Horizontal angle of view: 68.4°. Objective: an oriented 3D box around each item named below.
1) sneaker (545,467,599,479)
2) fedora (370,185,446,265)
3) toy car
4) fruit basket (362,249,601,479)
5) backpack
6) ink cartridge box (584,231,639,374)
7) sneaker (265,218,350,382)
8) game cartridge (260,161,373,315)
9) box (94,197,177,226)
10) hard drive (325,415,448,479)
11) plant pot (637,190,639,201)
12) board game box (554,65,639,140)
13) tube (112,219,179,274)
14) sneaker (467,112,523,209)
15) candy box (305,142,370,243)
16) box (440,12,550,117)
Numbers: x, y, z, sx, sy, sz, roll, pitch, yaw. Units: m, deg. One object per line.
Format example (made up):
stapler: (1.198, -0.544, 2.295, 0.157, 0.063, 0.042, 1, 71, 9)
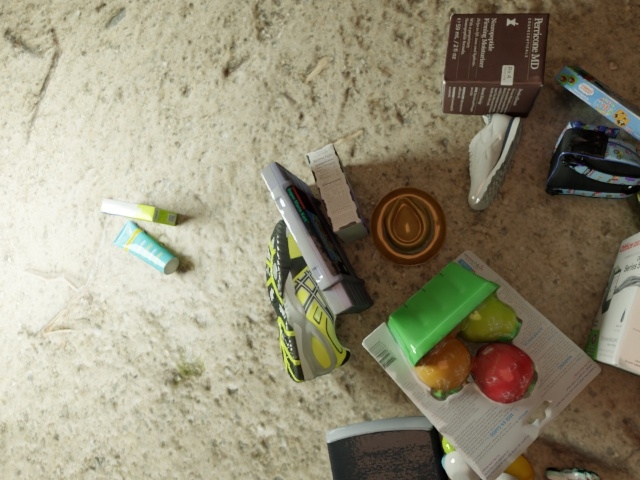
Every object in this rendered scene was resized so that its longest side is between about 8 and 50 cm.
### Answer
sneaker: (0.515, 0.503, 0.960, 0.098, 0.038, 0.069, -6, 81, 22)
fedora: (0.202, -0.039, 1.099, 0.195, 0.079, 0.194, -2, 80, 13)
toy car: (0.332, 0.463, 0.968, 0.182, 0.159, 0.136, 22, 123, 16)
fruit basket: (0.320, 0.237, 0.967, 0.327, 0.165, 0.353, -40, 74, -11)
backpack: (0.582, -0.159, 0.986, 0.174, 0.158, 0.116, 14, 68, 18)
ink cartridge box: (0.630, 0.123, 0.907, 0.115, 0.198, 0.272, 19, 86, 17)
sneaker: (-0.037, 0.132, 1.122, 0.147, 0.145, 0.384, -7, 75, -19)
game cartridge: (0.000, 0.000, 1.064, 0.068, 0.230, 0.354, -30, 76, 7)
box: (-0.490, -0.076, 1.258, 0.178, 0.109, 0.042, 11, 88, 15)
hard drive: (0.142, 0.488, 1.041, 0.255, 0.054, 0.171, -12, 78, 12)
plant pot: (0.823, -0.054, 0.876, 0.275, 0.275, 0.293, -42, 89, 4)
board game box: (0.611, -0.296, 1.005, 0.211, 0.160, 0.039, 46, 127, 15)
tube: (-0.473, 0.022, 1.274, 0.207, 0.052, 0.080, 29, 78, 22)
sneaker: (0.382, -0.181, 1.086, 0.095, 0.090, 0.235, 21, 83, 29)
candy box: (0.044, -0.104, 1.103, 0.070, 0.165, 0.196, -21, 76, 8)
box: (0.385, -0.391, 1.066, 0.203, 0.167, 0.168, 6, 83, 14)
